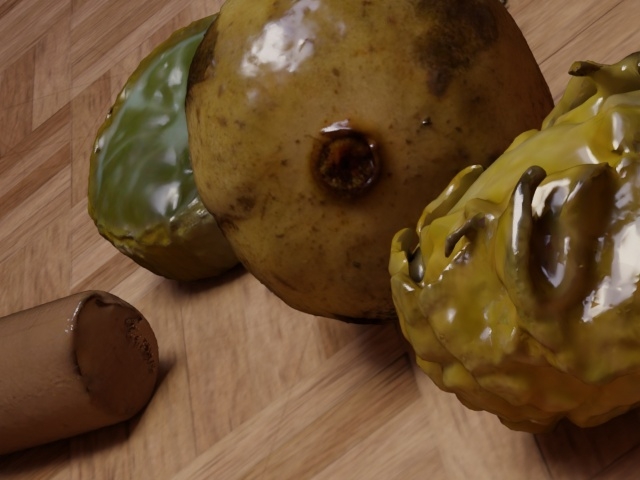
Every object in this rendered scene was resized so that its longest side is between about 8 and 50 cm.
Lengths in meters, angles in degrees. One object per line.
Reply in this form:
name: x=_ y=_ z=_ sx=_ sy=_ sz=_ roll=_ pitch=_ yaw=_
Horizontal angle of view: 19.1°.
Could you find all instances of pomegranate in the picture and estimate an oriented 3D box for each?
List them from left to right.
pomegranate: x=0.034 y=-0.082 z=1.397 sx=0.281 sy=0.281 sz=0.281 roll=-34 pitch=25 yaw=19

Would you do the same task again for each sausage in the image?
sausage: x=-0.251 y=0.121 z=1.680 sx=0.253 sy=0.123 sz=0.123 roll=-17 pitch=34 yaw=44

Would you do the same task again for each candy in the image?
candy: x=-0.102 y=-0.087 z=1.751 sx=0.260 sy=0.118 sz=0.260 roll=-24 pitch=49 yaw=32

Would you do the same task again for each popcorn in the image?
popcorn: x=0.161 y=0.010 z=1.164 sx=0.250 sy=0.190 sz=0.250 roll=-37 pitch=29 yaw=25

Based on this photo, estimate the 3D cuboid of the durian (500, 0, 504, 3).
durian: x=0.056 y=-0.281 z=1.807 sx=0.185 sy=0.196 sz=0.305 roll=-31 pitch=28 yaw=39

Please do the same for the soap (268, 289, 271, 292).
soap: x=0.000 y=0.000 z=1.582 sx=0.149 sy=0.056 sz=0.100 roll=-15 pitch=38 yaw=46
